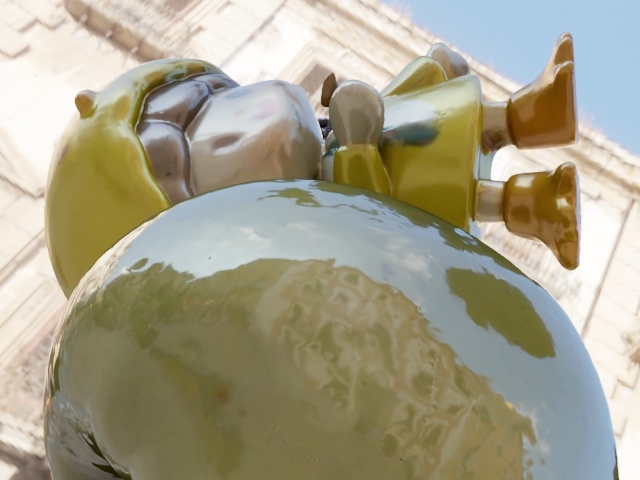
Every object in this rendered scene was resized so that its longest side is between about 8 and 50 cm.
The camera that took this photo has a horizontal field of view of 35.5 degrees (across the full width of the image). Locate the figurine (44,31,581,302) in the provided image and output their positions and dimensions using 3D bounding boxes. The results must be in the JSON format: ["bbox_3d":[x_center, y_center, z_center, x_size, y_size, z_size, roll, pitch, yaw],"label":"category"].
[{"bbox_3d":[-0.011,-0.033,0.631,0.344,0.215,0.187,-5,-57,20],"label":"figurine"}]

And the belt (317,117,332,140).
[{"bbox_3d":[0.000,0.000,1.363,0.260,0.324,0.122,14,-3,-28],"label":"belt"}]

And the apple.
[{"bbox_3d":[-0.001,0.105,0.455,0.262,0.262,0.262,16,-47,18],"label":"apple"}]
